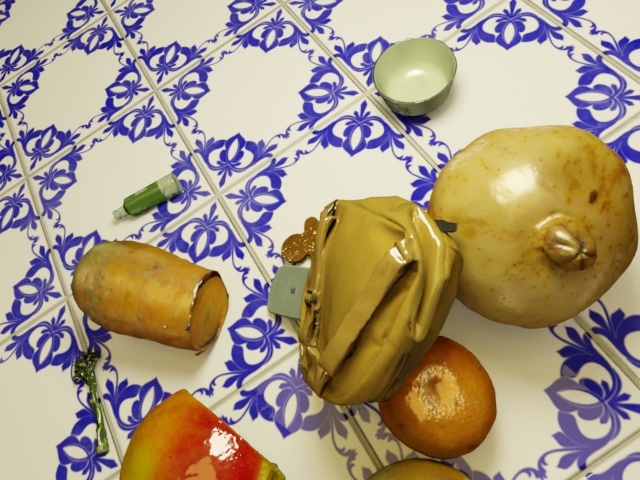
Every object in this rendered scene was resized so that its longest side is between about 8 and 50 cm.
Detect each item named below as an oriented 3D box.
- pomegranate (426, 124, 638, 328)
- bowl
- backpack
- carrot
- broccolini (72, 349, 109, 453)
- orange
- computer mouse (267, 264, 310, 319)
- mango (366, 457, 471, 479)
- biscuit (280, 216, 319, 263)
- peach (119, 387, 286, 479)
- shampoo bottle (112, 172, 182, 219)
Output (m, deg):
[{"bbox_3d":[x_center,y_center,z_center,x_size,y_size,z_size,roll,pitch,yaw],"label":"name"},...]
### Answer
[{"bbox_3d":[0.379,-0.024,0.890,0.410,0.410,0.410,-6,65,14],"label":"pomegranate"},{"bbox_3d":[0.244,-0.404,1.261,0.211,0.112,0.211,-6,64,13],"label":"bowl"},{"bbox_3d":[0.087,0.101,0.880,0.378,0.201,0.353,-66,25,14],"label":"backpack"},{"bbox_3d":[-0.402,0.122,1.156,0.341,0.224,0.224,11,70,16],"label":"carrot"},{"bbox_3d":[-0.554,0.384,1.179,0.071,0.057,0.254,-53,49,39],"label":"broccolini"},{"bbox_3d":[0.216,0.292,0.927,0.224,0.170,0.224,-1,68,4],"label":"orange"},{"bbox_3d":[-0.033,0.125,1.116,0.231,0.079,0.128,8,74,49],"label":"computer mouse"},{"bbox_3d":[0.136,0.508,0.873,0.316,0.146,0.193,-28,58,14],"label":"mango"},{"bbox_3d":[0.000,0.000,1.197,0.205,0.031,0.138,-20,62,7],"label":"biscuit"},{"bbox_3d":[-0.236,0.497,0.932,0.380,0.242,0.306,34,75,26],"label":"peach"},{"bbox_3d":[-0.492,-0.117,1.379,0.204,0.065,0.065,-28,62,3],"label":"shampoo bottle"}]
